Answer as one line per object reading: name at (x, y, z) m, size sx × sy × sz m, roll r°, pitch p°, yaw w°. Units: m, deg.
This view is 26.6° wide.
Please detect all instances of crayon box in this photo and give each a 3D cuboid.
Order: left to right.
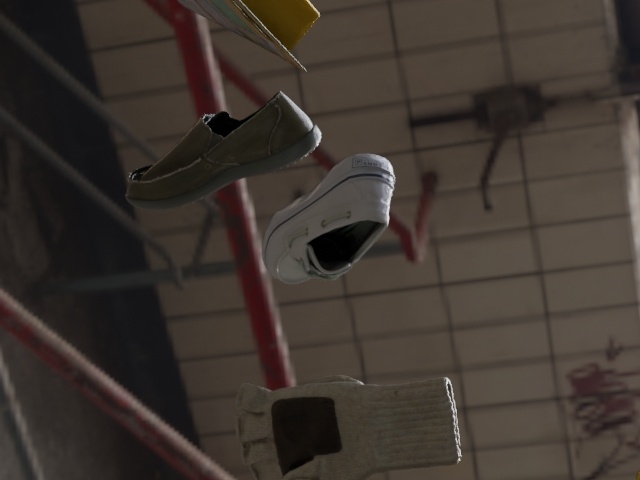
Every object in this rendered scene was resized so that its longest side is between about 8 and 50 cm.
crayon box at (-0.137, -0.355, 1.773) m, size 0.323 × 0.083 × 0.203 m, roll 36°, pitch -5°, yaw 47°

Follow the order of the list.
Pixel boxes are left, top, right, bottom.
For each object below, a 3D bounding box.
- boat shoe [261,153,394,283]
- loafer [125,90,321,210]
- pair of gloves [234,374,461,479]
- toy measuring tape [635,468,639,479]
boat shoe at (0.000, 0.000, 1.305) m, size 0.226 × 0.083 × 0.076 m, roll 127°, pitch -32°, yaw -55°
loafer at (-0.124, -0.109, 1.581) m, size 0.094 × 0.251 × 0.087 m, roll -70°, pitch 137°, yaw -64°
pair of gloves at (0.020, 0.235, 1.142) m, size 0.042 × 0.204 × 0.240 m, roll 5°, pitch 84°, yaw -65°
toy measuring tape at (0.512, 0.402, 1.657) m, size 0.330 × 0.121 × 0.121 m, roll 50°, pitch 5°, yaw 14°
